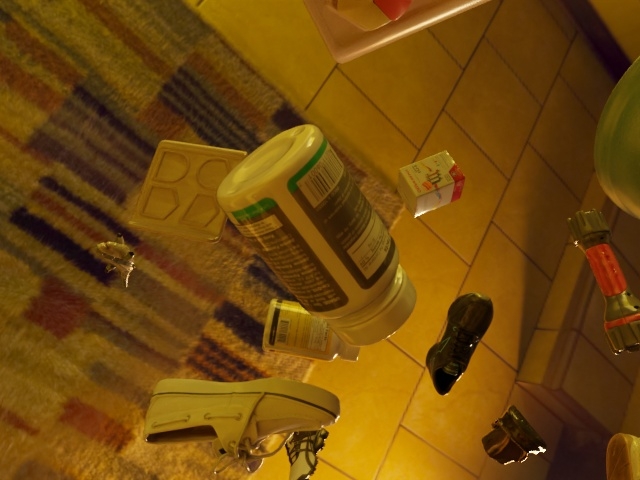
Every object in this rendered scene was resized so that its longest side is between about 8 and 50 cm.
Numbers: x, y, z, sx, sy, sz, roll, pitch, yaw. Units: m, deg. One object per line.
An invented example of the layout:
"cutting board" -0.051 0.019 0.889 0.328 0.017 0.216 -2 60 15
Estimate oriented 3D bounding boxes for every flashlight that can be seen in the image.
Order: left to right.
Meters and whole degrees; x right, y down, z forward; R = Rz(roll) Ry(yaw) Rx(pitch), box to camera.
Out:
"flashlight" 0.608 0.079 1.068 0.103 0.103 0.304 -5 66 -12

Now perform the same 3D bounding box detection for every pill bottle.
"pill bottle" -0.017 0.203 1.123 0.208 0.119 0.119 10 78 -1
"pill bottle" 0.007 0.003 0.871 0.204 0.204 0.361 -48 117 -25

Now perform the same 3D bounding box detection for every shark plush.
"shark plush" -0.467 0.049 1.159 0.067 0.161 0.073 -28 70 -26

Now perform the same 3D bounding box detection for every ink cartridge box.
"ink cartridge box" 0.358 -0.184 1.664 0.176 0.127 0.128 -23 62 -6

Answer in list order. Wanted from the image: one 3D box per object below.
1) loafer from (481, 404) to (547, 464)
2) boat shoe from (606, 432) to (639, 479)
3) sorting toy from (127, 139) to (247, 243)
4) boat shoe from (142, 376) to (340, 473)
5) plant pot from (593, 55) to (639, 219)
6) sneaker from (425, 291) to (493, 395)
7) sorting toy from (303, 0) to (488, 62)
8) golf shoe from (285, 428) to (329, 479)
"loafer" 0.315 0.340 0.846 0.078 0.080 0.220 -34 146 -4
"boat shoe" 0.450 0.409 0.674 0.096 0.098 0.277 7 71 8
"sorting toy" -0.237 -0.100 1.086 0.307 0.041 0.229 10 69 13
"boat shoe" -0.150 0.336 0.893 0.136 0.367 0.156 77 17 -46
"plant pot" 0.501 -0.100 0.567 0.293 0.293 0.196 37 25 -22
"sneaker" 0.314 0.234 1.128 0.101 0.267 0.106 16 33 2
"sorting toy" 0.062 -0.221 0.335 0.208 0.193 0.038 47 31 -53
"golf shoe" -0.050 0.471 1.119 0.094 0.198 0.077 37 108 1
